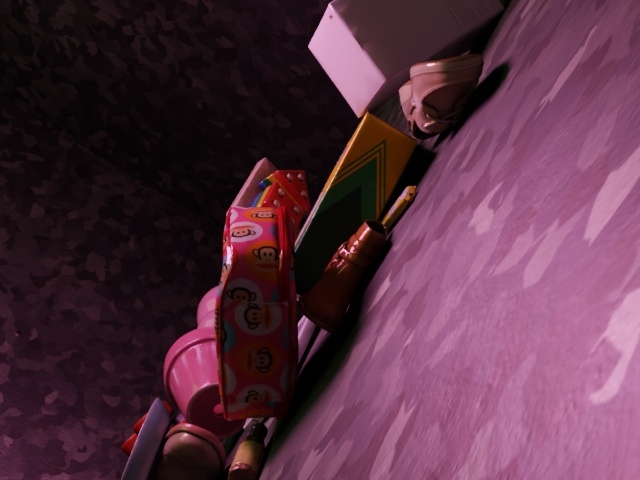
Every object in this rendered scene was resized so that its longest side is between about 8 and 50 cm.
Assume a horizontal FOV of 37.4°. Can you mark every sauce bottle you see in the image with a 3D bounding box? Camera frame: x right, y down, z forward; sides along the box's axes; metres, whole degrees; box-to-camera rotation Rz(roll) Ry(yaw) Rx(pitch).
[{"bbox_3d":[-0.102,0.311,1.381,0.042,0.042,0.128,-57,4,25],"label":"sauce bottle"}]

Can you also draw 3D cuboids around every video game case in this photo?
[{"bbox_3d":[-0.064,0.220,1.655,0.201,0.023,0.183,-65,5,-37],"label":"video game case"}]

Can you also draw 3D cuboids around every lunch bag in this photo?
[{"bbox_3d":[-0.098,0.099,1.427,0.258,0.120,0.293,-101,13,-64],"label":"lunch bag"}]

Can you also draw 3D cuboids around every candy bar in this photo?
[{"bbox_3d":[0.107,-0.028,1.497,0.161,0.018,0.040,-55,6,43],"label":"candy bar"}]

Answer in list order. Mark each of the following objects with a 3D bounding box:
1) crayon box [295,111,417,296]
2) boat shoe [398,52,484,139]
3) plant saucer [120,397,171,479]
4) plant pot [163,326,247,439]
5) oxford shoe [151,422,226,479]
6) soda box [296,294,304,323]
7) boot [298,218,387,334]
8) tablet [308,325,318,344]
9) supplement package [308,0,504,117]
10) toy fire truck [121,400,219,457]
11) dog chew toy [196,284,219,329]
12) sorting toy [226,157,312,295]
[{"bbox_3d":[0.049,-0.066,1.685,0.313,0.106,0.363,-63,1,7],"label":"crayon box"},{"bbox_3d":[0.186,-0.216,1.452,0.302,0.109,0.098,159,103,-83],"label":"boat shoe"},{"bbox_3d":[-0.343,0.454,1.777,0.317,0.043,0.318,-161,90,-87],"label":"plant saucer"},{"bbox_3d":[-0.213,0.299,1.906,0.201,0.201,0.180,-58,19,13],"label":"plant pot"},{"bbox_3d":[-0.261,0.462,1.747,0.348,0.123,0.130,110,-177,-46],"label":"oxford shoe"},{"bbox_3d":[-0.048,0.155,1.800,0.060,0.053,0.169,-61,4,-32],"label":"soda box"},{"bbox_3d":[0.040,0.047,1.412,0.152,0.073,0.197,-53,8,17],"label":"boot"},{"bbox_3d":[-0.017,0.166,1.674,0.054,0.006,0.083,-58,4,18],"label":"tablet"},{"bbox_3d":[0.155,-0.395,1.757,0.293,0.178,0.175,-33,-5,-20],"label":"supplement package"},{"bbox_3d":[-0.309,0.448,2.235,0.254,0.169,0.302,-38,-9,-38],"label":"toy fire truck"},{"bbox_3d":[-0.267,0.266,2.707,0.207,0.206,0.332,-57,12,27],"label":"dog chew toy"},{"bbox_3d":[-0.050,-0.039,1.988,0.089,0.257,0.255,-33,18,27],"label":"sorting toy"}]
